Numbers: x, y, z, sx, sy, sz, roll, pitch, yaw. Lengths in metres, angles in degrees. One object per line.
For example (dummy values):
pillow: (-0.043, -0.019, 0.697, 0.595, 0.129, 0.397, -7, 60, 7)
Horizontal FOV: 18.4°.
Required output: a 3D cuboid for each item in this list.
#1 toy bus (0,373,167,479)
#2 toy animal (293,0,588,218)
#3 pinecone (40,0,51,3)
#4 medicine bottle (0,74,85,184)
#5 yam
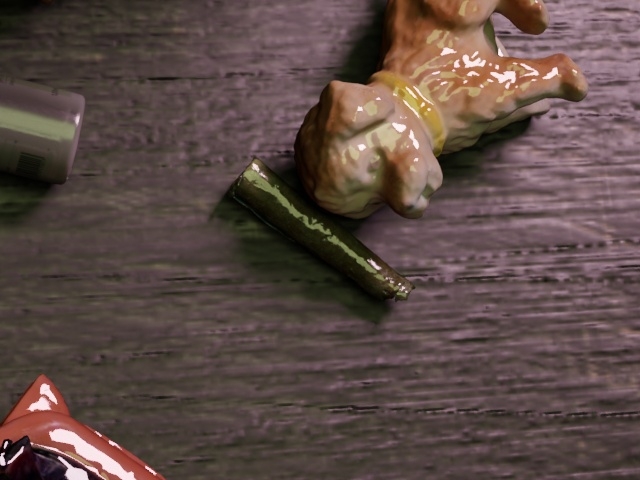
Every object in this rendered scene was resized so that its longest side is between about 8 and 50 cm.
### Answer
toy bus: (-0.072, 0.277, 1.035, 0.427, 0.203, 0.233, 37, 53, -4)
toy animal: (0.040, -0.112, 1.227, 0.185, 0.104, 0.184, -36, 89, -15)
pinecone: (-0.188, -0.259, 1.148, 0.221, 0.221, 0.221, 4, 75, -14)
medicine bottle: (-0.241, -0.082, 1.164, 0.199, 0.057, 0.057, 13, 73, -10)
yam: (0.000, 0.000, 1.223, 0.129, 0.027, 0.033, 39, 60, -4)
